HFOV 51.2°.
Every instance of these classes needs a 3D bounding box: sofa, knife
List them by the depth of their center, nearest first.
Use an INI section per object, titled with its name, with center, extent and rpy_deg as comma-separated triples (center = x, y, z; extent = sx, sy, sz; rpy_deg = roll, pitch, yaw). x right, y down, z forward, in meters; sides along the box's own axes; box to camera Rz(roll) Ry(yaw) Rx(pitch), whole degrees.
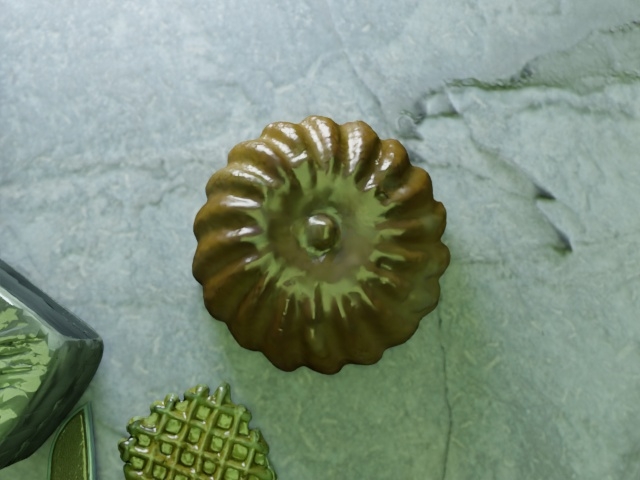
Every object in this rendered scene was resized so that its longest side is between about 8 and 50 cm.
[sofa]
center = -0.376, 0.121, 0.716
extent = 0.225, 0.210, 0.176
rpy_deg = 37, 82, 0
[knife]
center = -0.286, 0.359, 0.756
extent = 0.061, 0.027, 0.343
rpy_deg = -3, 73, 3

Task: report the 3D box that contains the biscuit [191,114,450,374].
[biscuit]
center = 0.000, 0.000, 0.813
extent = 0.326, 0.107, 0.325
rpy_deg = 0, 83, -2

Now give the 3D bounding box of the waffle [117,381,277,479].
[waffle]
center = -0.144, 0.266, 0.787
extent = 0.169, 0.036, 0.183
rpy_deg = -21, 84, -9
